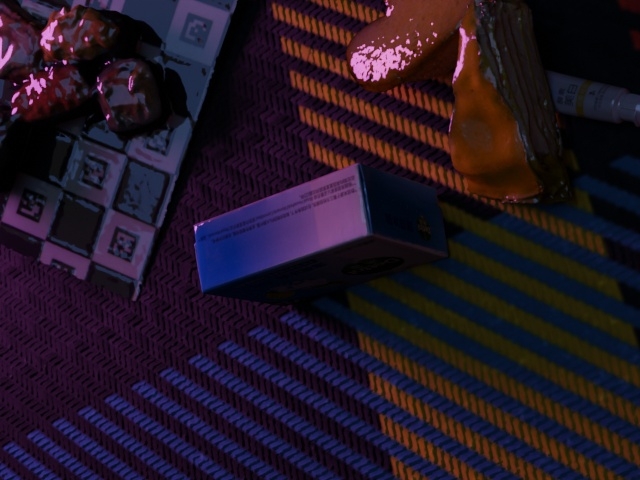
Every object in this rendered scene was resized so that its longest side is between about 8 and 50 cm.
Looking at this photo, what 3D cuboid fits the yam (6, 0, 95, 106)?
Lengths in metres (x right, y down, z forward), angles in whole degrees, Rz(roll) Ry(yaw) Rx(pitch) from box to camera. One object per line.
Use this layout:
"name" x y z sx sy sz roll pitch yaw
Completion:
"yam" -0.305 -0.202 1.543 0.083 0.083 0.372 38 102 34

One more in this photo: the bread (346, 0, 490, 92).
"bread" 0.102 -0.218 1.272 0.187 0.065 0.149 -39 49 31

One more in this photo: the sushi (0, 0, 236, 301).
"sushi" -0.304 -0.156 1.470 0.343 0.064 0.359 22 97 18

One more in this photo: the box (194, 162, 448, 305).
"box" -0.001 0.000 1.247 0.194 0.139 0.073 -19 71 32

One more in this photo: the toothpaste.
"toothpaste" 0.211 -0.132 1.193 0.190 0.031 0.048 18 95 39

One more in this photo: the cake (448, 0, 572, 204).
"cake" 0.170 -0.115 1.163 0.116 0.079 0.185 28 111 43
